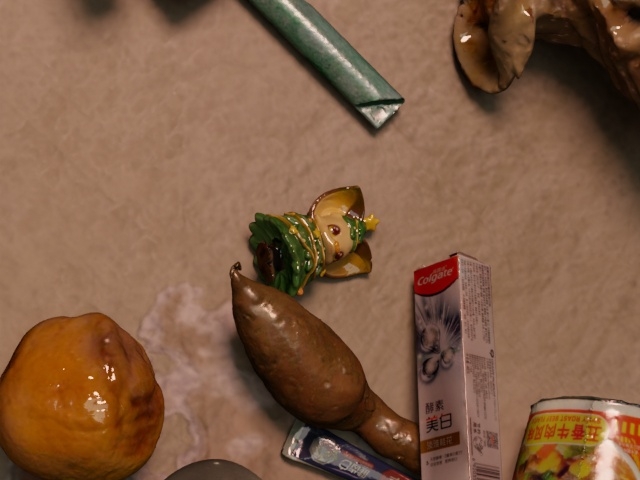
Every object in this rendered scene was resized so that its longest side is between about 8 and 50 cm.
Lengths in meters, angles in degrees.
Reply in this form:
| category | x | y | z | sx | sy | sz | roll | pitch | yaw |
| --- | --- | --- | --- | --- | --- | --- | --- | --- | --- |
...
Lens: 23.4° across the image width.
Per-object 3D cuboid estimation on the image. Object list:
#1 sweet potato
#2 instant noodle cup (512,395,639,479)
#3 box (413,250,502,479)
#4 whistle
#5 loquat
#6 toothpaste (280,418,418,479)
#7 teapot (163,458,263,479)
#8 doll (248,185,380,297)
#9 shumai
| category | x | y | z | sx | sy | sz | roll | pitch | yaw |
| --- | --- | --- | --- | --- | --- | --- | --- | --- | --- |
| sweet potato | 0.008 | 0.120 | 1.239 | 0.269 | 0.075 | 0.075 | 43 | 75 | -18 |
| instant noodle cup | 0.219 | 0.242 | 1.221 | 0.193 | 0.193 | 0.212 | 14 | 72 | -10 |
| box | 0.110 | 0.121 | 1.242 | 0.039 | 0.055 | 0.218 | 17 | 61 | -39 |
| whistle | -0.006 | -0.171 | 1.294 | 0.186 | 0.039 | 0.039 | 45 | 75 | -3 |
| loquat | -0.185 | 0.121 | 1.180 | 0.137 | 0.113 | 0.137 | -4 | 69 | 9 |
| toothpaste | 0.036 | 0.188 | 1.260 | 0.140 | 0.021 | 0.037 | 27 | 76 | -5 |
| teapot | -0.022 | 0.270 | 1.166 | 0.251 | 0.183 | 0.183 | 15 | 79 | -20 |
| doll | -0.009 | 0.000 | 1.268 | 0.113 | 0.076 | 0.078 | -27 | 116 | -43 |
| shumai | 0.249 | -0.217 | 1.305 | 0.314 | 0.262 | 0.267 | -53 | 136 | -50 |
